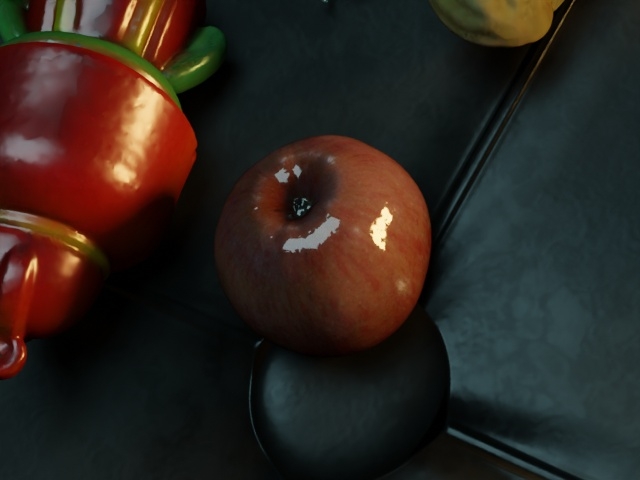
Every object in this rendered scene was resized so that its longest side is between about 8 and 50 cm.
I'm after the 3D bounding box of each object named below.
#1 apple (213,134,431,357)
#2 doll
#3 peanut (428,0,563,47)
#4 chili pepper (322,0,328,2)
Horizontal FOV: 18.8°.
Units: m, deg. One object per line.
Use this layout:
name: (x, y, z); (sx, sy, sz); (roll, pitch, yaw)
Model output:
apple: (0.000, 0.000, 1.329); (0.153, 0.120, 0.153); (-10, 60, 18)
doll: (-0.185, -0.064, 1.409); (0.183, 0.160, 0.363); (16, 66, -4)
peanut: (0.134, -0.270, 1.415); (0.136, 0.120, 0.298); (-3, 63, 13)
chili pepper: (0.059, -0.235, 1.477); (0.153, 0.041, 0.050); (-32, 99, 4)
